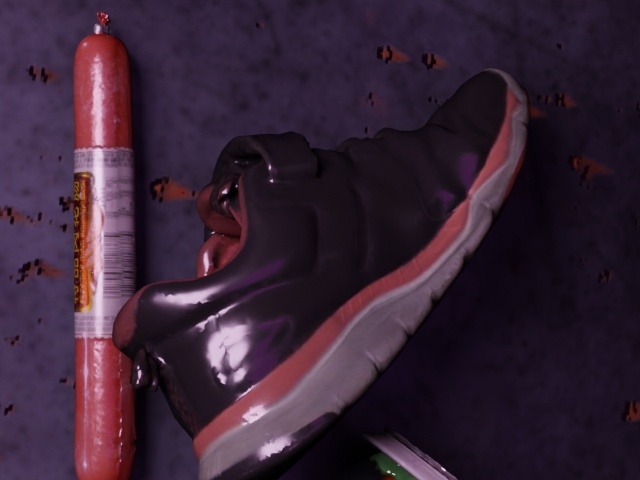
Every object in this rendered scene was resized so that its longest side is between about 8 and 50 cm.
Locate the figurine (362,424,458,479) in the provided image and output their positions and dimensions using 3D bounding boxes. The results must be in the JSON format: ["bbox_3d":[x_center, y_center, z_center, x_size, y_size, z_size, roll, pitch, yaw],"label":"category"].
[{"bbox_3d":[0.032,0.193,0.722,0.132,0.132,0.154,42,83,-17],"label":"figurine"}]

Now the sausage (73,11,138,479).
[{"bbox_3d":[-0.109,0.010,0.704,0.034,0.034,0.253,2,85,-26],"label":"sausage"}]

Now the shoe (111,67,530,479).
[{"bbox_3d":[0.000,0.000,0.721,0.137,0.114,0.291,41,57,3],"label":"shoe"}]
